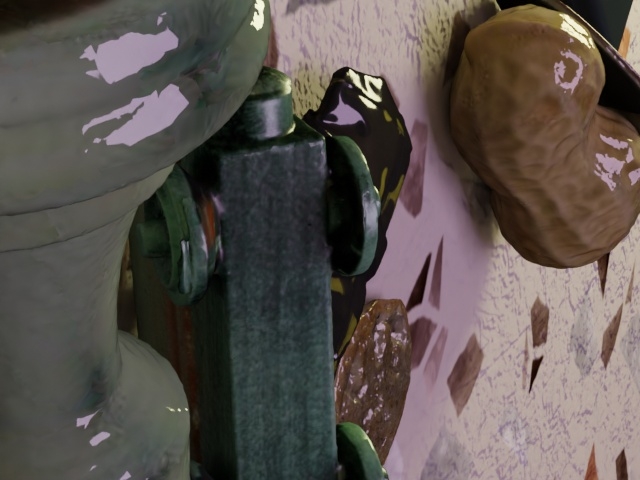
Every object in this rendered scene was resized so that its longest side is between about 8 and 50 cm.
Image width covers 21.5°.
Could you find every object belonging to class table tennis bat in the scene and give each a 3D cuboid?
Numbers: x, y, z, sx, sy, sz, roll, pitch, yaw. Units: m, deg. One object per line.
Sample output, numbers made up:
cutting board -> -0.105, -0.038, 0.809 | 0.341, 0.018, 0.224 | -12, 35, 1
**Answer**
table tennis bat -> 0.225, -0.115, 1.308 | 0.246, 0.138, 0.022 | 42, 86, -22

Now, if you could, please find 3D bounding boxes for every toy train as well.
toy train -> -0.044, 0.043, 0.833 | 0.116, 0.177, 0.285 | -12, 116, -19

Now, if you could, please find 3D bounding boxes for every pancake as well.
pancake -> 0.032, 0.110, 1.160 | 0.151, 0.025, 0.152 | 8, 90, -66

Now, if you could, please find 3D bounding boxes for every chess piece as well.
chess piece -> -0.114, 0.008, 0.641 | 0.194, 0.194, 0.299 | -54, 153, -46

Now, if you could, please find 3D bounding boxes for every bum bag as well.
bum bag -> 0.000, 0.000, 1.012 | 0.107, 0.060, 0.233 | 50, 50, -48

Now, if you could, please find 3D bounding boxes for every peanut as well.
peanut -> 0.175, -0.075, 1.276 | 0.298, 0.136, 0.120 | 55, 29, -55

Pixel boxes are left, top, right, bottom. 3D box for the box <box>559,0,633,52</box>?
box -> 0.250, -0.288, 1.471 | 0.160, 0.050, 0.230 | 57, 46, -55
